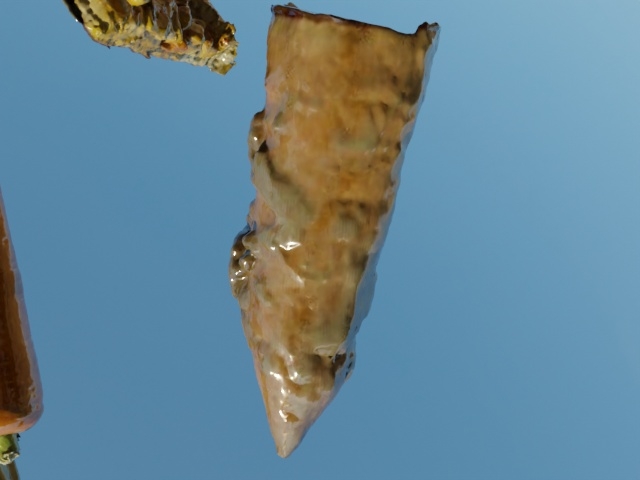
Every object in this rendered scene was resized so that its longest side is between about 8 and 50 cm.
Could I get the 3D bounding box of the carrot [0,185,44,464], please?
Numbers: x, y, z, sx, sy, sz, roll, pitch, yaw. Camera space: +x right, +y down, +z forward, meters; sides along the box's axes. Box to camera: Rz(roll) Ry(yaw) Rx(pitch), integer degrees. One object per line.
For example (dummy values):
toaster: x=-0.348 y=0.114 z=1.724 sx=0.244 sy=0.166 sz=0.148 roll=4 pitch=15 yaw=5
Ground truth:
carrot: x=-0.239 y=0.029 z=0.506 sx=0.061 sy=0.061 sz=0.257 roll=-8 pitch=-87 yaw=-35

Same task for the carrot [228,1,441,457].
carrot: x=0.000 y=0.000 z=0.410 sx=0.101 sy=0.102 sz=0.263 roll=4 pitch=-80 yaw=-29

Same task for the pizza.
pizza: x=-0.107 y=-0.152 z=0.393 sx=0.178 sy=0.041 sz=0.131 roll=52 pitch=-159 yaw=-26

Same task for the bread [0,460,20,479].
bread: x=-0.492 y=0.268 z=0.711 sx=0.314 sy=0.191 sz=0.370 roll=-20 pitch=-79 yaw=0
